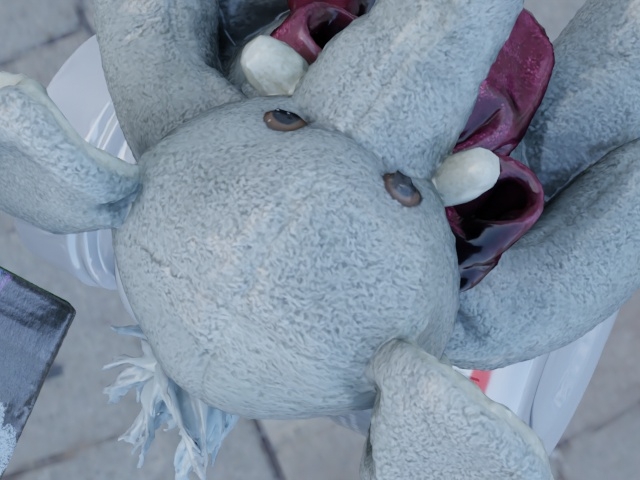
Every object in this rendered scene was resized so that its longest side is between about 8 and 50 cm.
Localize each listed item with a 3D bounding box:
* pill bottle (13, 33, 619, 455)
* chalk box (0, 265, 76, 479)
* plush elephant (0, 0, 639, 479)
[{"bbox_3d":[0.000,0.000,0.901,0.161,0.283,0.161,-52,156,-35],"label":"pill bottle"},{"bbox_3d":[-0.247,0.039,0.816,0.213,0.132,0.132,34,74,-43],"label":"chalk box"},{"bbox_3d":[0.010,-0.031,0.663,0.272,0.255,0.330,32,93,-3],"label":"plush elephant"}]
